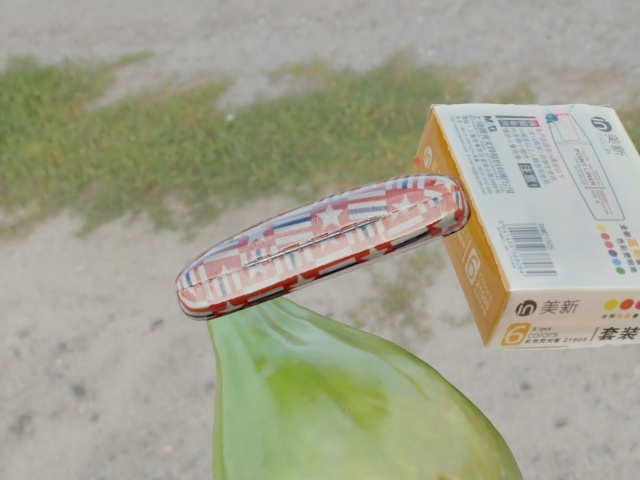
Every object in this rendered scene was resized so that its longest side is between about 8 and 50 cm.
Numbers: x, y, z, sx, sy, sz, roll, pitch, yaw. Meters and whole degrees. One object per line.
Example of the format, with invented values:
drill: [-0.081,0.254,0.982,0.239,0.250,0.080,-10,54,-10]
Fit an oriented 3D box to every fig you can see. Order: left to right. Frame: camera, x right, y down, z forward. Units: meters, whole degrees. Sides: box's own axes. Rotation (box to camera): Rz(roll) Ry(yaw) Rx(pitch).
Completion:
fig: [-0.005,0.173,0.974,0.233,0.314,0.233,-53,7,9]

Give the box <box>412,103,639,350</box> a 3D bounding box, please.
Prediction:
box: [0.232,-0.021,1.390,0.220,0.091,0.274,1,45,-16]

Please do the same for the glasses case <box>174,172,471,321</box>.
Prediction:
glasses case: [0.000,0.000,0.897,0.194,0.049,0.073,-20,-5,7]
